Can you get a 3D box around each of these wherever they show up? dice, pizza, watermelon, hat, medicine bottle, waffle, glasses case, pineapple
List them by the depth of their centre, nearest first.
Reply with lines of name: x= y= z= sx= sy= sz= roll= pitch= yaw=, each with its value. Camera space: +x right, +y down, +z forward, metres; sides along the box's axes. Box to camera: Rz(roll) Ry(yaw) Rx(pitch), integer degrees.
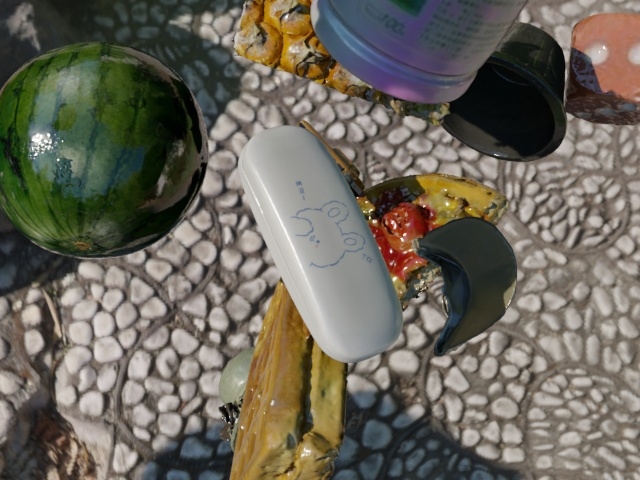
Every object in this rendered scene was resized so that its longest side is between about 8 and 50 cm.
glasses case: x=0.000 y=0.000 z=0.746 sx=0.092 sy=0.059 sz=0.233 roll=-16 pitch=76 yaw=-32
medicine bottle: x=0.142 y=-0.325 z=0.831 sx=0.212 sy=0.325 sz=0.212 roll=17 pitch=42 yaw=-16
watermelon: x=-0.244 y=-0.100 z=0.890 sx=0.242 sy=0.242 sz=0.242 roll=4 pitch=67 yaw=-10
waffle: x=-0.035 y=0.172 z=1.025 sx=0.098 sy=0.224 sz=0.327 roll=15 pitch=47 yaw=-11
pineapple: x=0.079 y=-0.305 z=1.137 sx=0.286 sy=0.344 sz=0.209 roll=23 pitch=109 yaw=11
hat: x=0.263 y=0.078 z=1.372 sx=0.149 sy=0.245 sz=0.214 roll=6 pitch=70 yaw=-43
hat: x=-0.120 y=0.283 z=1.566 sx=0.130 sy=0.257 sz=0.257 roll=36 pitch=63 yaw=26
dice: x=0.571 y=-0.334 z=1.580 sx=0.179 sy=0.174 sz=0.174 roll=11 pitch=83 yaw=15
pizza: x=0.151 y=0.025 z=1.685 sx=0.130 sy=0.440 sz=0.406 roll=43 pitch=64 yaw=-31

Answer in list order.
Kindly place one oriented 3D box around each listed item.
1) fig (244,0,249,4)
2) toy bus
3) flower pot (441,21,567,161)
fig: x=-0.105 y=-0.493 z=1.741 sx=0.127 sy=0.185 sz=0.133 roll=35 pitch=82 yaw=-14
toy bus: x=0.000 y=-0.146 z=1.656 sx=0.114 sy=0.098 sz=0.201 roll=-42 pitch=52 yaw=4
flower pot: x=0.340 y=-0.289 z=1.474 sx=0.269 sy=0.269 sz=0.166 roll=29 pitch=64 yaw=1
